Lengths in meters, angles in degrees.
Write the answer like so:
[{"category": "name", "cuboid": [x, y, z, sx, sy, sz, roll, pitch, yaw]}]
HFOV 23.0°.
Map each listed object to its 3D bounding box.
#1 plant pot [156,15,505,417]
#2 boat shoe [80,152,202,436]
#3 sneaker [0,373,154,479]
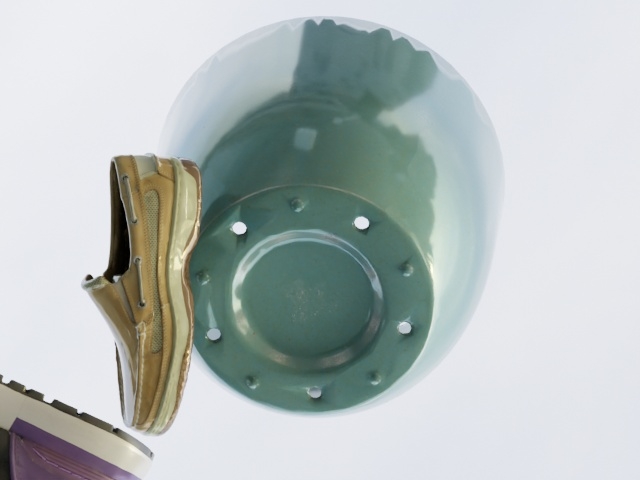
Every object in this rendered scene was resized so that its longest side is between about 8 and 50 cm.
[{"category": "plant pot", "cuboid": [0.000, 0.000, 1.205, 0.293, 0.235, 0.293, 1, -67, 3]}, {"category": "boat shoe", "cuboid": [-0.127, 0.035, 1.052, 0.072, 0.068, 0.190, 6, -98, -30]}, {"category": "sneaker", "cuboid": [-0.248, 0.119, 0.904, 0.283, 0.107, 0.124, 25, -105, -3]}]
